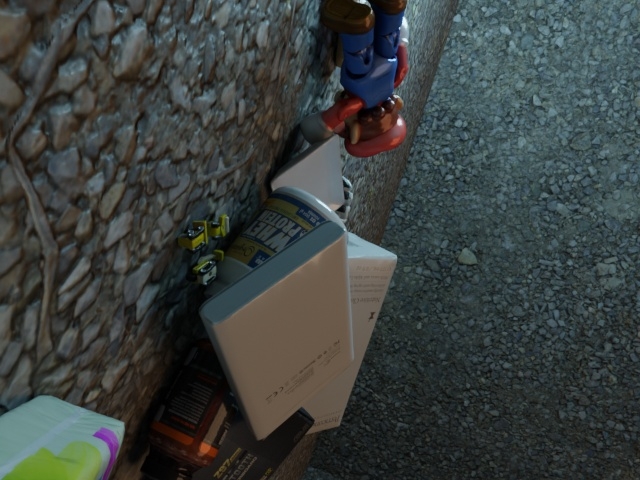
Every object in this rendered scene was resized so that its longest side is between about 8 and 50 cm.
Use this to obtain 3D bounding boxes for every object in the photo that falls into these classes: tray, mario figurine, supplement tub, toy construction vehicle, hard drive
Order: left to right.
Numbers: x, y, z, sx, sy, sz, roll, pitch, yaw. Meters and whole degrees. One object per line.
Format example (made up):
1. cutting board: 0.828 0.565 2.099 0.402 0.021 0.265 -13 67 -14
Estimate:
1. supplement tub: -0.179 0.250 0.776 0.106 0.106 0.198 86 27 -62
2. toy construction vehicle: -0.153 0.010 0.694 0.098 0.035 0.086 -54 150 -59
3. supplement tub: -0.065 0.035 0.802 0.200 0.144 0.144 -55 163 -20
4. hard drive: -0.040 0.137 0.741 0.203 0.040 0.308 -35 142 -24
5. tray: -0.023 -0.092 0.996 0.145 0.030 0.270 -37 160 -10
6. mario figurine: 0.057 -0.277 0.912 0.321 0.198 0.170 84 1 -55

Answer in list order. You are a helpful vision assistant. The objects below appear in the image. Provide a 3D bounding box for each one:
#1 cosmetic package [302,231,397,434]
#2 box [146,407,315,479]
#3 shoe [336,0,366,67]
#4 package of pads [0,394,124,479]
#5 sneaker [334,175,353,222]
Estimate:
1. cosmetic package: -0.025 0.179 1.042 0.217 0.156 0.385 1 110 -42
2. box: -0.139 0.344 0.883 0.233 0.059 0.183 -49 134 -10
3. shoe: 0.058 -0.380 0.917 0.219 0.058 0.077 82 30 -66
4. package of pads: -0.240 0.246 0.349 0.296 0.101 0.229 142 -30 -78
5. sneaker: 0.000 0.000 1.190 0.118 0.110 0.292 20 90 -87
